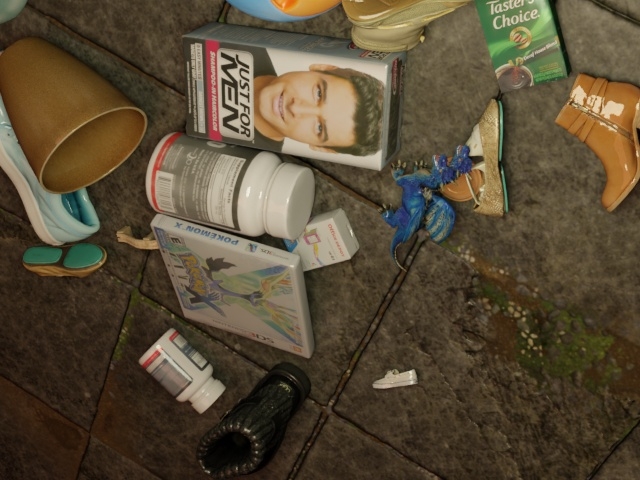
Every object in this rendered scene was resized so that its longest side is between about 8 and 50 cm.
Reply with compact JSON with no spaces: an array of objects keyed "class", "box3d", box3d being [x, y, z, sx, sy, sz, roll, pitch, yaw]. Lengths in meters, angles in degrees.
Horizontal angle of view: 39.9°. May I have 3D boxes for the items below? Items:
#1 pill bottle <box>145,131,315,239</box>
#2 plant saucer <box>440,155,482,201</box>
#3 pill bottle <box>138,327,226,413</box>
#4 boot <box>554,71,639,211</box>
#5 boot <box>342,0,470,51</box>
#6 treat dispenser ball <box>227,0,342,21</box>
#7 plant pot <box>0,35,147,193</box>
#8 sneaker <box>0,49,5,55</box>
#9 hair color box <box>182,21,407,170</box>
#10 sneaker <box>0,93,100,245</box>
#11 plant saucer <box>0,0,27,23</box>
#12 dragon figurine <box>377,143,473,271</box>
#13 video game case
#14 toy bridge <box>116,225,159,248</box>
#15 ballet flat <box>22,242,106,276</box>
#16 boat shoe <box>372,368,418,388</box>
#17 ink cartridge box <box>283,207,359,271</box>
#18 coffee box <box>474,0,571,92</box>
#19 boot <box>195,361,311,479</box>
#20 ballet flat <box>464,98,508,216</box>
[{"class":"pill bottle","box3d":[-0.163,-0.098,1.633,0.283,0.161,0.161,14,120,18]},{"class":"plant saucer","box3d":[0.239,-0.106,1.528,0.083,0.013,0.083,11,119,20]},{"class":"pill bottle","box3d":[-0.299,0.289,1.932,0.180,0.108,0.108,45,125,-2]},{"class":"boot","box3d":[0.436,-0.155,1.376,0.152,0.073,0.197,23,111,11]},{"class":"boot","box3d":[0.166,-0.364,1.338,0.262,0.203,0.095,-18,85,4]},{"class":"treat dispenser ball","box3d":[-0.053,-0.472,1.308,0.288,0.288,0.288,11,120,20]},{"class":"plant pot","box3d":[-0.504,-0.260,1.689,0.254,0.237,0.237,49,126,11]},{"class":"sneaker","box3d":[-0.667,-0.348,1.820,0.069,0.038,0.098,16,112,19]},{"class":"hair color box","box3d":[-0.048,-0.255,1.526,0.374,0.113,0.185,12,120,19]},{"class":"sneaker","box3d":[-0.557,-0.162,1.816,0.150,0.135,0.366,-7,122,23]},{"class":"plant saucer","box3d":[-0.658,-0.492,1.682,0.195,0.037,0.195,-3,130,-4]},{"class":"dragon figurine","box3d":[0.171,-0.044,1.504,0.085,0.144,0.289,1,119,-26]},{"class":"video game case","box3d":[-0.164,0.096,1.731,0.300,0.036,0.329,16,146,17]},{"class":"toy bridge","box3d":[-0.344,-0.004,1.827,0.188,0.063,0.026,3,116,25]},{"class":"ballet flat","box3d":[-0.555,0.048,1.963,0.232,0.080,0.073,3,144,27]},{"class":"boat shoe","box3d":[0.147,0.274,1.762,0.100,0.035,0.035,-14,81,34]},{"class":"ink cartridge box","box3d":[0.000,0.000,1.673,0.122,0.052,0.088,-17,107,30]},{"class":"coffee box","box3d":[0.309,-0.329,1.361,0.113,0.040,0.184,-9,111,30]},{"class":"boot","box3d":[-0.167,0.429,1.848,0.131,0.260,0.348,31,124,8]},{"class":"ballet flat","box3d":[0.272,-0.131,1.459,0.067,0.073,0.206,-5,113,9]}]
